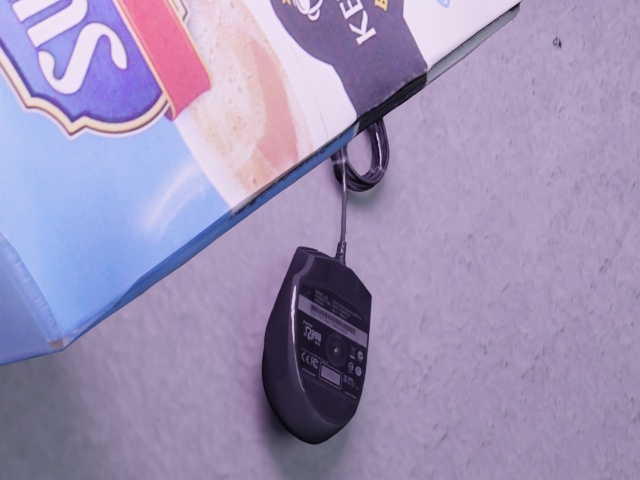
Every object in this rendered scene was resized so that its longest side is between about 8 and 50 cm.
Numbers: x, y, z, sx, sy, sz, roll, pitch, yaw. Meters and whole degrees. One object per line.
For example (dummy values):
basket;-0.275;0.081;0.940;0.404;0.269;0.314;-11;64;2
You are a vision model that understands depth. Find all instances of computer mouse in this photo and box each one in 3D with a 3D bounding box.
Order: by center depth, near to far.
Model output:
computer mouse;0.000;0.000;0.895;0.071;0.041;0.242;35;52;-40

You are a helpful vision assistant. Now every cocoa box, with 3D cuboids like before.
cocoa box;-0.157;-0.087;0.562;0.228;0.347;0.231;-38;105;-39
